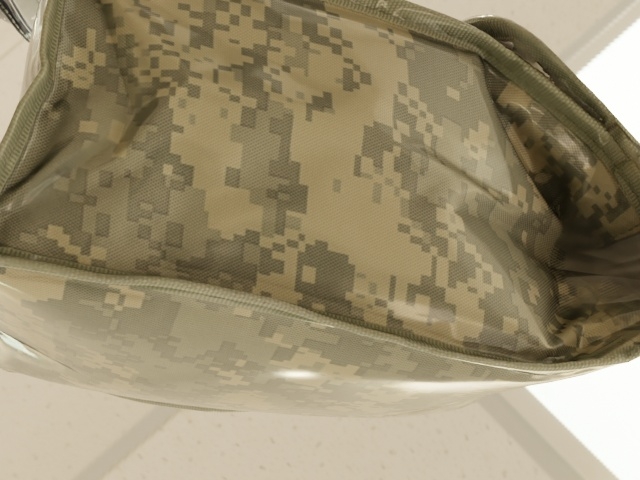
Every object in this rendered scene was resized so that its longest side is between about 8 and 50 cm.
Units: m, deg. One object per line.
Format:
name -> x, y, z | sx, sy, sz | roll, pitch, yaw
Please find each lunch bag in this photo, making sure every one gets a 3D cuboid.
lunch bag -> 0.000, 0.000, 0.484 | 0.287, 0.235, 0.169 | 14, -109, -11

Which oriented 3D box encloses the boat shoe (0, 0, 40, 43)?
boat shoe -> -0.255, -0.185, 0.766 | 0.083, 0.065, 0.183 | -38, -124, 1
